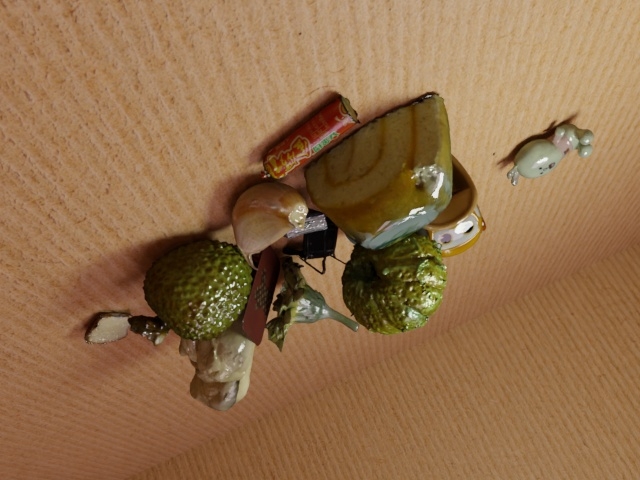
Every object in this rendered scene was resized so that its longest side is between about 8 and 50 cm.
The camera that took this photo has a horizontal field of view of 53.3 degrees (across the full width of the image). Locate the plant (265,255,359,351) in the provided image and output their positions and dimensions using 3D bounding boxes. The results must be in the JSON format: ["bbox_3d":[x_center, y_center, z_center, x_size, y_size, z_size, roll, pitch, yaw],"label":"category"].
[{"bbox_3d":[-0.049,0.175,1.921,0.297,0.306,0.261,-3,120,21],"label":"plant"}]

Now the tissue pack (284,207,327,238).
[{"bbox_3d":[-0.060,-0.047,1.672,0.112,0.051,0.156,-17,-167,-16],"label":"tissue pack"}]

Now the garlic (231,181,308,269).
[{"bbox_3d":[-0.135,-0.050,1.565,0.145,0.164,0.245,-16,162,-45],"label":"garlic"}]

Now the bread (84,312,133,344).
[{"bbox_3d":[-0.606,0.245,1.832,0.129,0.044,0.126,7,132,-44],"label":"bread"}]

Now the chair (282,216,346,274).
[{"bbox_3d":[0.000,0.000,1.857,0.140,0.221,0.145,-4,104,-36],"label":"chair"}]

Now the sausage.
[{"bbox_3d":[-0.034,-0.220,1.439,0.264,0.083,0.083,-35,153,19],"label":"sausage"}]

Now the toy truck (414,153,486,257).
[{"bbox_3d":[0.333,-0.099,1.794,0.204,0.288,0.211,-26,166,3],"label":"toy truck"}]

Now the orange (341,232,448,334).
[{"bbox_3d":[0.188,0.110,1.694,0.223,0.301,0.300,25,91,-45],"label":"orange"}]

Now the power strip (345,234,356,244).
[{"bbox_3d":[0.151,-0.052,1.870,0.137,0.044,0.216,33,141,-25],"label":"power strip"}]

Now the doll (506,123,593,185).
[{"bbox_3d":[0.701,-0.272,1.979,0.275,0.113,0.155,-26,146,16],"label":"doll"}]

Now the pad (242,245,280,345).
[{"bbox_3d":[-0.162,0.149,1.786,0.004,0.267,0.181,7,155,16],"label":"pad"}]

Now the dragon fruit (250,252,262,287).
[{"bbox_3d":[-0.187,0.103,1.871,0.092,0.123,0.192,3,155,4],"label":"dragon fruit"}]

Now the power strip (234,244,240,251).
[{"bbox_3d":[-0.262,0.066,1.786,0.123,0.056,0.032,-33,155,14],"label":"power strip"}]

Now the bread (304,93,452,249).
[{"bbox_3d":[0.189,-0.144,1.574,0.395,0.264,0.239,-30,150,12],"label":"bread"}]

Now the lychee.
[{"bbox_3d":[-0.324,0.135,1.642,0.320,0.270,0.270,-54,167,-27],"label":"lychee"}]

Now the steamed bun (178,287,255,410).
[{"bbox_3d":[-0.300,0.300,1.888,0.230,0.325,0.372,9,132,-8],"label":"steamed bun"}]
